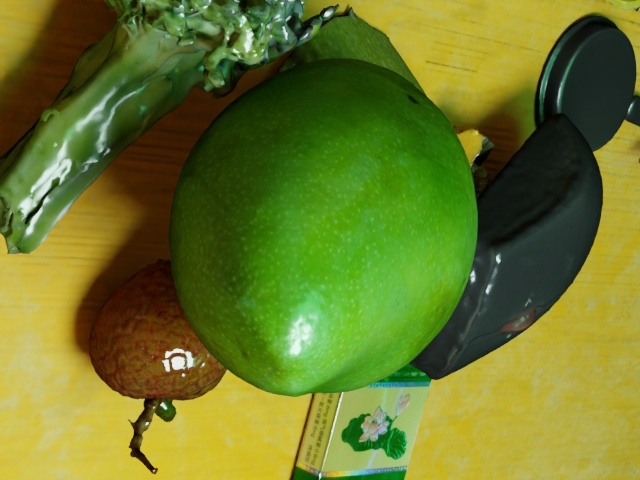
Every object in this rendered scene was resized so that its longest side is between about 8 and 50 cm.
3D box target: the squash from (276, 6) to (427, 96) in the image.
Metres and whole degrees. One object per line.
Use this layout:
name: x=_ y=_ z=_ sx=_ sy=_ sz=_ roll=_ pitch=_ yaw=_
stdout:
squash: x=0.035 y=-0.079 z=1.475 sx=0.192 sy=0.085 sz=0.184 roll=-48 pitch=139 yaw=-27

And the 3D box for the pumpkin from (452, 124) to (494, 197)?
pumpkin: x=0.118 y=-0.057 z=1.589 sx=0.074 sy=0.054 sz=0.083 roll=-62 pitch=170 yaw=1

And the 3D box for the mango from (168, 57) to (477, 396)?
mango: x=0.000 y=0.000 z=1.261 sx=0.382 sy=0.201 sz=0.225 roll=-58 pitch=156 yaw=-71

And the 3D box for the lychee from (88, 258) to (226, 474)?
lychee: x=-0.120 y=0.083 z=1.345 sx=0.140 sy=0.101 sz=0.114 roll=-59 pitch=176 yaw=-6

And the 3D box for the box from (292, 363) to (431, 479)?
box: x=0.036 y=0.168 z=1.634 sx=0.132 sy=0.034 sz=0.235 roll=5 pitch=102 yaw=-51

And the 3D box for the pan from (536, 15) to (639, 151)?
pan: x=0.282 y=-0.136 z=1.793 sx=0.235 sy=0.028 sz=0.136 roll=12 pitch=98 yaw=-52

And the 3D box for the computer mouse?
computer mouse: x=0.173 y=0.010 z=1.606 sx=0.269 sy=0.100 sz=0.170 roll=-47 pitch=161 yaw=-46

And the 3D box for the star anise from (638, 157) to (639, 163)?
star anise: x=0.397 y=-0.116 z=1.910 sx=0.204 sy=0.061 sz=0.181 roll=7 pitch=104 yaw=-56

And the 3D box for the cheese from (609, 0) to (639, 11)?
cheese: x=0.317 y=-0.311 z=1.720 sx=0.270 sy=0.069 sz=0.177 roll=-38 pitch=134 yaw=-38

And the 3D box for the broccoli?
broccoli: x=-0.125 y=-0.126 z=1.252 sx=0.275 sy=0.177 sz=0.198 roll=-50 pitch=-175 yaw=22
